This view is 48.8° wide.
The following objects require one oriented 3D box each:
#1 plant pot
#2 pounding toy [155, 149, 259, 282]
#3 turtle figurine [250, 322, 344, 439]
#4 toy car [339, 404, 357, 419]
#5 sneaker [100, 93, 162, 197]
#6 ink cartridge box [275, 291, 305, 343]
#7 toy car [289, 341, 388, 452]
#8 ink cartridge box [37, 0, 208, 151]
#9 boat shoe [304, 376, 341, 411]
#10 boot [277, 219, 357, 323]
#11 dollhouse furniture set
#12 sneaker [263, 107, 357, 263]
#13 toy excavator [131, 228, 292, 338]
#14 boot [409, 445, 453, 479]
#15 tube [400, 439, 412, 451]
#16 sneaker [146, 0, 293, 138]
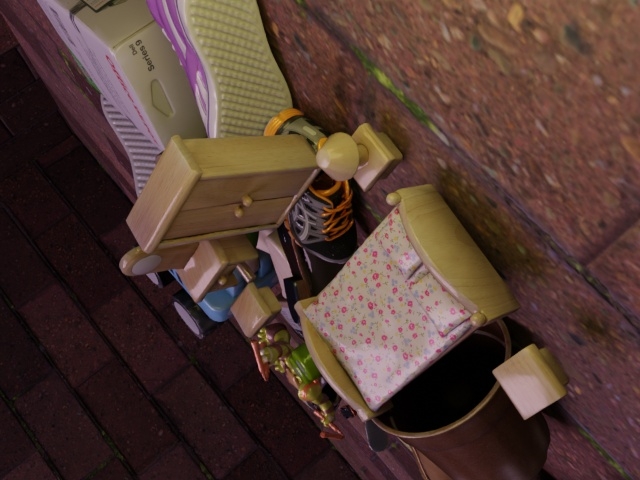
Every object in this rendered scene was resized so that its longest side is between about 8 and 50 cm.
[{"bbox_3d":[0.159,0.179,0.760,0.165,0.167,0.167,50,168,-31],"label":"plant pot"},{"bbox_3d":[-0.125,-0.066,0.993,0.183,0.110,0.237,43,162,15],"label":"pounding toy"},{"bbox_3d":[-0.047,0.223,1.258,0.269,0.087,0.217,49,177,-26],"label":"turtle figurine"},{"bbox_3d":[0.104,0.474,1.848,0.122,0.041,0.060,49,145,19],"label":"toy car"},{"bbox_3d":[-0.254,-0.149,1.199,0.126,0.128,0.321,-36,72,37],"label":"sneaker"},{"bbox_3d":[0.023,0.157,1.234,0.193,0.088,0.235,54,165,-5],"label":"ink cartridge box"},{"bbox_3d":[0.070,0.201,1.025,0.188,0.155,0.149,55,167,10],"label":"toy car"},{"bbox_3d":[-0.272,-0.275,1.017,0.289,0.122,0.211,41,162,35],"label":"ink cartridge box"},{"bbox_3d":[0.011,0.393,1.825,0.092,0.103,0.285,48,160,34],"label":"boat shoe"},{"bbox_3d":[0.000,0.000,0.981,0.082,0.106,0.219,-153,56,-69],"label":"boot"},{"bbox_3d":[-0.018,0.079,0.653,0.355,0.174,0.303,56,130,21],"label":"dollhouse furniture set"},{"bbox_3d":[0.002,-0.048,0.817,0.083,0.084,0.214,29,153,45],"label":"sneaker"},{"bbox_3d":[-0.164,0.007,1.263,0.433,0.222,0.445,45,156,20],"label":"toy excavator"},{"bbox_3d":[0.220,0.337,1.072,0.236,0.089,0.269,52,164,-2],"label":"boot"},{"bbox_3d":[0.200,0.390,1.336,0.240,0.062,0.070,51,-150,-18],"label":"tube"},{"bbox_3d":[-0.118,-0.202,0.795,0.161,0.102,0.282,44,154,39],"label":"sneaker"}]
